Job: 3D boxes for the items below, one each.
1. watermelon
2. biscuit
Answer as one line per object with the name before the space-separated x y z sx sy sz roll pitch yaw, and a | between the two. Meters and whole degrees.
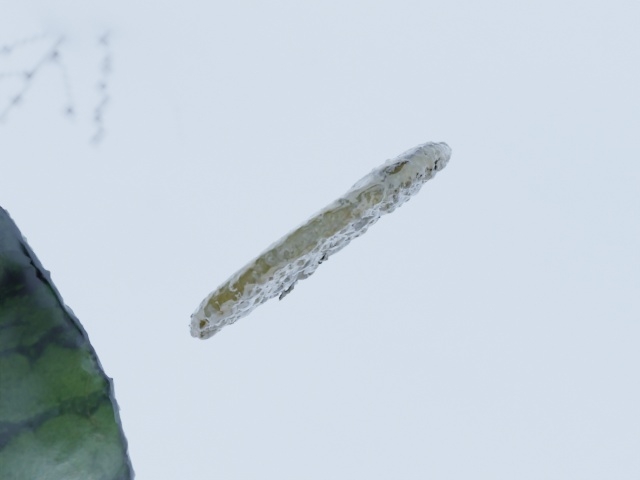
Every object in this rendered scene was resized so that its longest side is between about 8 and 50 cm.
watermelon | -0.243 0.106 1.087 0.331 0.189 0.331 48 161 23
biscuit | -0.001 -0.001 1.225 0.033 0.220 0.220 54 153 3
